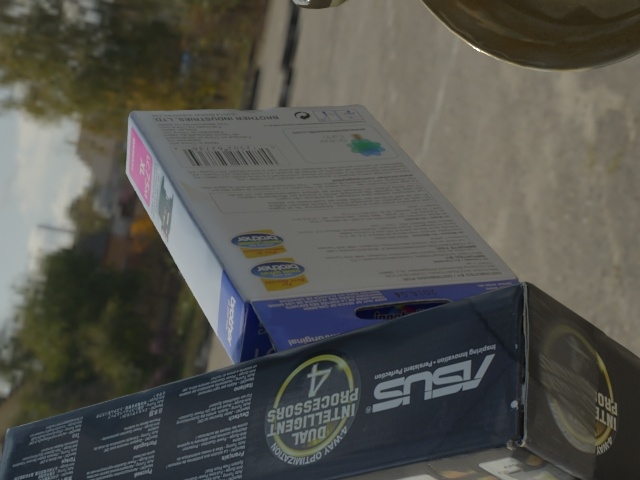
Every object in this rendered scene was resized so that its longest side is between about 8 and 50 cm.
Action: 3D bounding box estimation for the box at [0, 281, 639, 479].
[{"bbox_3d":[0.048,0.164,0.884,0.395,0.318,0.097,-18,52,37],"label":"box"}]

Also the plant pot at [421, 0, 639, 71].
[{"bbox_3d":[0.115,-0.200,0.710,0.236,0.032,0.236,18,116,42],"label":"plant pot"}]

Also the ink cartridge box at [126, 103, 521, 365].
[{"bbox_3d":[0.000,0.000,0.979,0.311,0.186,0.065,-129,40,-54],"label":"ink cartridge box"}]

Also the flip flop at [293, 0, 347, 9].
[{"bbox_3d":[-0.005,-0.242,0.699,0.112,0.080,0.277,83,174,-73],"label":"flip flop"}]
